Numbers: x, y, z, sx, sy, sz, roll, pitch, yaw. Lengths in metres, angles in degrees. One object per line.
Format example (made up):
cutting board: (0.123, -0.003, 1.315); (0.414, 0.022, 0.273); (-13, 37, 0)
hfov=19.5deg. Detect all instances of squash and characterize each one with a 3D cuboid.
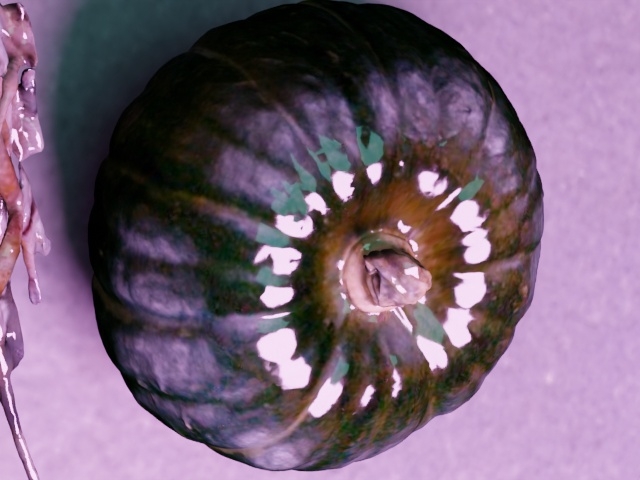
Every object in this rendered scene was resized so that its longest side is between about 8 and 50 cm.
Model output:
squash: (-0.001, -0.001, 0.837); (0.218, 0.172, 0.218); (-29, 139, -29)

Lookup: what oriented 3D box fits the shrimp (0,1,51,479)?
shrimp: (-0.170, -0.028, 0.763); (0.116, 0.145, 0.343); (-15, 108, -23)
